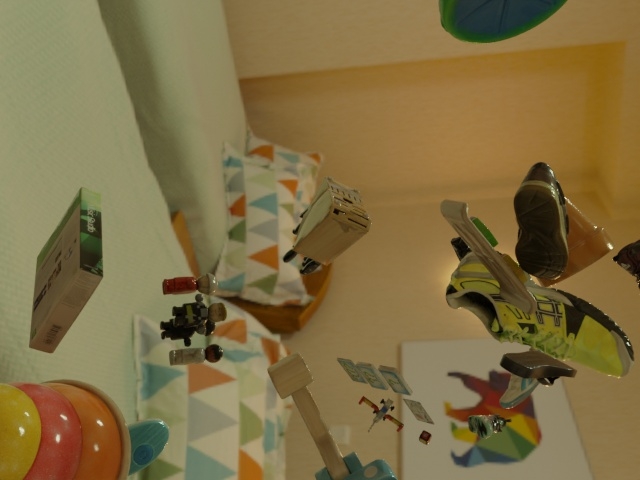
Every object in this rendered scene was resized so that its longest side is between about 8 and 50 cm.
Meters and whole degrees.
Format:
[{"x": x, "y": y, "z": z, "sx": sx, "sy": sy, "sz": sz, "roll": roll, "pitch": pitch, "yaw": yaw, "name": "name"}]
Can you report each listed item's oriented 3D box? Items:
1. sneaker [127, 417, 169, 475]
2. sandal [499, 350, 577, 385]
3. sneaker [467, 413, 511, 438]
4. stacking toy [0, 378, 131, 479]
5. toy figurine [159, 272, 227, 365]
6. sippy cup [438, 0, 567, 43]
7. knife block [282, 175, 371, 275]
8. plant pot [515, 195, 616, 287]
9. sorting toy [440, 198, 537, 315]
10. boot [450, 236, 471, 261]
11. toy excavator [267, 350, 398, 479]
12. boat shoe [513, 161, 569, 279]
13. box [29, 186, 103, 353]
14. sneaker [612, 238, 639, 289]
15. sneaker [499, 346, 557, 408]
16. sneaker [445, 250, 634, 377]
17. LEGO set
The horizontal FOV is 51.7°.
[{"x": -0.556, "y": 0.539, "z": 1.697, "sx": 0.208, "sy": 0.319, "sz": 0.127, "roll": 9, "pitch": -56, "yaw": 61, "name": "sneaker"}, {"x": 0.481, "y": 0.290, "z": 1.482, "sx": 0.097, "sy": 0.254, "sz": 0.055, "roll": 30, "pitch": -75, "yaw": 49, "name": "sandal"}, {"x": 0.303, "y": 0.320, "z": 1.153, "sx": 0.098, "sy": 0.069, "sz": 0.038, "roll": 127, "pitch": -41, "yaw": -84, "name": "sneaker"}, {"x": -0.573, "y": 0.358, "z": 1.160, "sx": 0.480, "sy": 0.350, "sz": 0.351, "roll": 78, "pitch": 12, "yaw": -60, "name": "stacking toy"}, {"x": -0.323, "y": 0.207, "z": 1.705, "sx": 0.209, "sy": 0.148, "sz": 0.213, "roll": -132, "pitch": -135, "yaw": -55, "name": "toy figurine"}, {"x": 0.285, "y": -0.492, "z": 1.102, "sx": 0.305, "sy": 0.240, "sz": 0.224, "roll": 29, "pitch": 44, "yaw": -60, "name": "sippy cup"}, {"x": 0.000, "y": 0.000, "z": 1.397, "sx": 0.242, "sy": 0.088, "sz": 0.276, "roll": -63, "pitch": -166, "yaw": 18, "name": "knife block"}, {"x": 0.596, "y": -0.013, "z": 1.663, "sx": 0.188, "sy": 0.205, "sz": 0.205, "roll": 57, "pitch": 6, "yaw": 7, "name": "plant pot"}, {"x": 0.284, "y": 0.018, "z": 1.115, "sx": 0.208, "sy": 0.038, "sz": 0.193, "roll": 54, "pitch": 3, "yaw": -4, "name": "sorting toy"}, {"x": 0.339, "y": 0.037, "z": 1.563, "sx": 0.099, "sy": 0.045, "sz": 0.121, "roll": 59, "pitch": 1, "yaw": -9, "name": "boot"}, {"x": 0.047, "y": 0.485, "z": 1.320, "sx": 0.433, "sy": 0.222, "sz": 0.445, "roll": 64, "pitch": -8, "yaw": -24, "name": "toy excavator"}, {"x": 0.331, "y": -0.024, "z": 0.972, "sx": 0.073, "sy": 0.080, "sz": 0.224, "roll": -62, "pitch": 146, "yaw": -26, "name": "boat shoe"}, {"x": -0.560, "y": 0.056, "z": 1.460, "sx": 0.058, "sy": 0.232, "sz": 0.322, "roll": 25, "pitch": 24, "yaw": -34, "name": "box"}, {"x": 0.748, "y": 0.104, "z": 1.540, "sx": 0.106, "sy": 0.162, "sz": 0.281, "roll": 114, "pitch": -2, "yaw": -77, "name": "sneaker"}, {"x": 0.613, "y": 0.416, "z": 2.004, "sx": 0.228, "sy": 0.092, "sz": 0.087, "roll": -40, "pitch": 153, "yaw": -19, "name": "sneaker"}, {"x": 0.422, "y": 0.168, "z": 1.316, "sx": 0.147, "sy": 0.384, "sz": 0.145, "roll": -41, "pitch": 146, "yaw": -29, "name": "sneaker"}, {"x": 0.144, "y": 0.361, "z": 1.436, "sx": 0.060, "sy": 0.182, "sz": 0.244, "roll": -50, "pitch": 120, "yaw": -29, "name": "LEGO set"}]
